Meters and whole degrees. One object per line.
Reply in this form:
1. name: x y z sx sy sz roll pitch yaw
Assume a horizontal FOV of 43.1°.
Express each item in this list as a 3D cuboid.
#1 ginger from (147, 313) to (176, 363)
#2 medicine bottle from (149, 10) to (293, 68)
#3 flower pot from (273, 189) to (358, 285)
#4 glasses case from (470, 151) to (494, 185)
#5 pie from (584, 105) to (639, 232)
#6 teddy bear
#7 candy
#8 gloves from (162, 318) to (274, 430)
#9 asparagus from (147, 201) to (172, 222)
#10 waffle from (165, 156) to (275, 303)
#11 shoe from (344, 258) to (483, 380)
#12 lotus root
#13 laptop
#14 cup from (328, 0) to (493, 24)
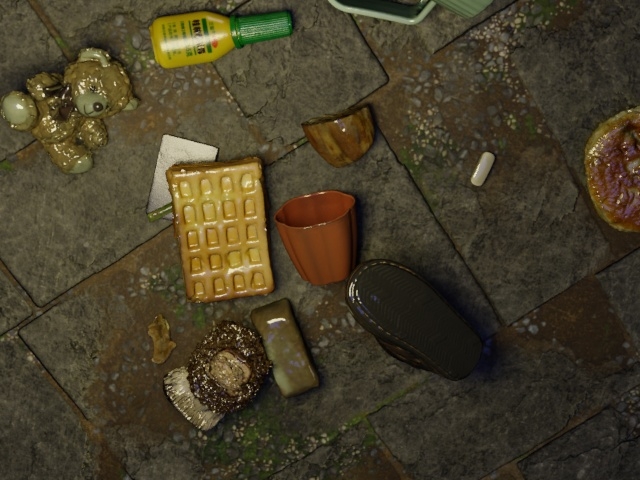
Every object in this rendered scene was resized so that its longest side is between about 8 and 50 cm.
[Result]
1. ginger: -0.384 0.233 1.947 0.057 0.044 0.137 -25 120 -43
2. medicine bottle: -0.214 -0.453 1.774 0.309 0.076 0.111 -10 105 -3
3. flower pot: 0.000 0.000 1.856 0.191 0.190 0.173 -11 116 -1
4. glasses case: 0.382 -0.169 1.911 0.032 0.021 0.083 22 101 -10
5. pie: 0.759 -0.170 1.905 0.315 0.092 0.315 -1 105 -3
6. teddy bear: -0.522 -0.296 1.751 0.256 0.156 0.267 -28 143 4
7. candy: -0.085 0.260 1.943 0.104 0.102 0.234 -21 106 1
8. gloves: -0.235 0.309 1.922 0.312 0.135 0.210 -36 81 26
9. asparagus: -0.288 -0.107 1.863 0.249 0.025 0.024 -28 59 3
10. waffle: -0.221 -0.024 1.845 0.224 0.098 0.327 -8 109 -8
11. shoe: 0.183 0.170 1.871 0.384 0.237 0.171 36 80 -23
12. lotus root: 0.054 -0.238 1.838 0.159 0.095 0.135 -28 108 9
13. laptop: -0.320 -0.137 1.875 0.135 0.016 0.197 15 100 -7
14. cup: 0.193 -0.652 1.676 0.392 0.401 0.310 29 66 -15
